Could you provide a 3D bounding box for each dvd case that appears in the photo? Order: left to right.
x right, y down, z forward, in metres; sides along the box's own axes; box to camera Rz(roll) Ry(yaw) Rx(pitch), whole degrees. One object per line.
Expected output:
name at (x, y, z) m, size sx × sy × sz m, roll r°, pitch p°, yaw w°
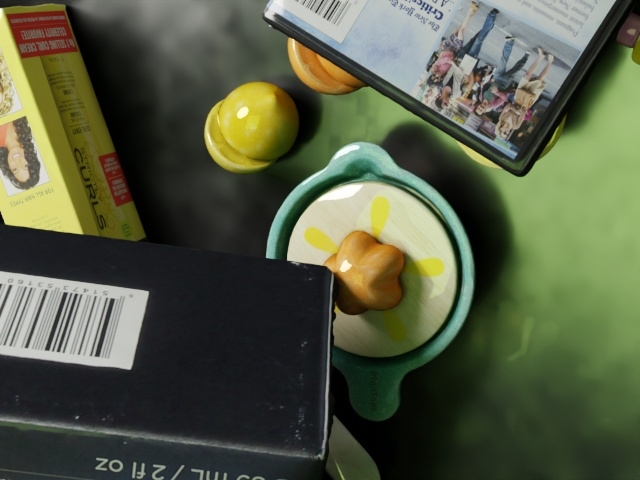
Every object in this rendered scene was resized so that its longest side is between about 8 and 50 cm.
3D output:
dvd case at (0.105, -0.186, 0.739) m, size 0.180 × 0.022 × 0.253 m, roll 34°, pitch 95°, yaw 15°

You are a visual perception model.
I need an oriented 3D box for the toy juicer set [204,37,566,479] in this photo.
toy juicer set at (0.000, 0.000, 0.827) m, size 0.209 × 0.089 × 0.329 m, roll 29°, pitch 111°, yaw 13°

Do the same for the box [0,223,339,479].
box at (-0.155, 0.163, 0.774) m, size 0.296 × 0.183 × 0.294 m, roll 7°, pitch 123°, yaw -3°

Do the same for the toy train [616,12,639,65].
toy train at (0.239, -0.100, 0.738) m, size 0.166 × 0.046 × 0.125 m, roll -39°, pitch 87°, yaw 27°

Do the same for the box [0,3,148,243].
box at (-0.173, -0.038, 0.889) m, size 0.058 × 0.087 × 0.232 m, roll -18°, pitch 94°, yaw 21°
